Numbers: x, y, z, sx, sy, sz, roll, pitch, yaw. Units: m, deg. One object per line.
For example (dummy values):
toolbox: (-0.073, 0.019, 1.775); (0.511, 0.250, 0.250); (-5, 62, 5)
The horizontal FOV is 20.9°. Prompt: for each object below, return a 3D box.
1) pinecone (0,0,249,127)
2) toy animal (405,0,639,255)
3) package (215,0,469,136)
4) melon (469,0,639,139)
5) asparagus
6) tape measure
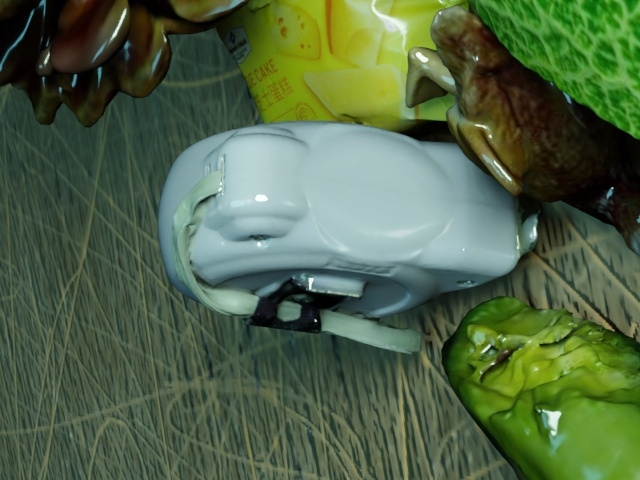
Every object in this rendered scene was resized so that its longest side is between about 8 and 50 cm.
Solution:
pinecone: (-0.158, -0.271, 0.976); (0.398, 0.398, 0.398); (18, 112, 52)
toy animal: (0.114, -0.054, 0.860); (0.089, 0.188, 0.179); (-46, 64, 9)
package: (0.019, -0.117, 1.026); (0.226, 0.090, 0.168); (-26, 95, 53)
melon: (0.194, -0.183, 0.697); (0.331, 0.226, 0.343); (-54, 40, 26)
asparagus: (0.173, 0.139, 0.861); (0.108, 0.128, 0.382); (-45, 53, 10)
tape measure: (0.001, 0.001, 1.004); (0.178, 0.196, 0.105); (142, 130, -66)
